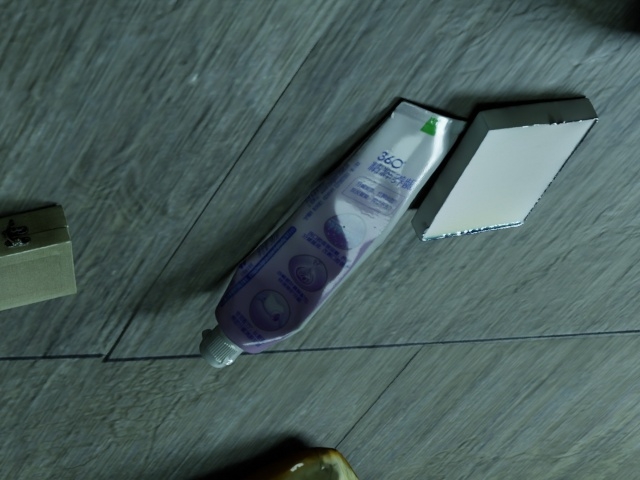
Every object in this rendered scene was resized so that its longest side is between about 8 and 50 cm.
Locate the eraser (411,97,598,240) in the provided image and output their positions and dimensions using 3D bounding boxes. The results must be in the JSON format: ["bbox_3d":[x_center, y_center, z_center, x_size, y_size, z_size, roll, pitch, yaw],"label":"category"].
[{"bbox_3d":[0.142,-0.055,1.489,0.104,0.023,0.150,-9,150,-27],"label":"eraser"}]

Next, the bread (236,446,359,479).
[{"bbox_3d":[-0.070,0.367,1.949,0.333,0.143,0.323,-28,153,-1],"label":"bread"}]

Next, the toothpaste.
[{"bbox_3d":[0.000,0.000,1.481,0.075,0.048,0.301,31,122,-21],"label":"toothpaste"}]

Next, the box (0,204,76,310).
[{"bbox_3d":[-0.221,0.014,1.379,0.079,0.035,0.083,-13,150,-12],"label":"box"}]
